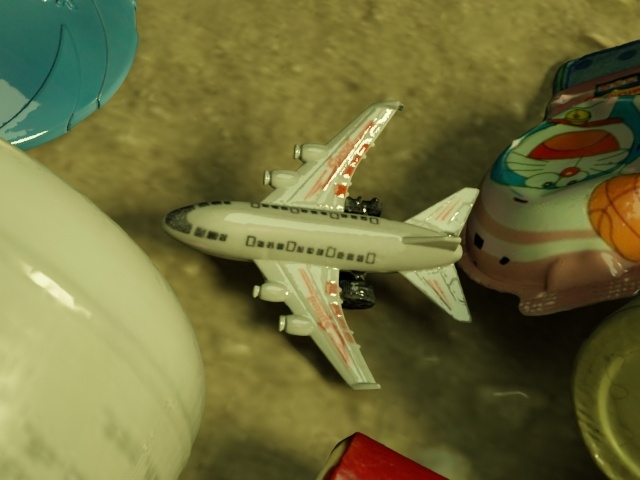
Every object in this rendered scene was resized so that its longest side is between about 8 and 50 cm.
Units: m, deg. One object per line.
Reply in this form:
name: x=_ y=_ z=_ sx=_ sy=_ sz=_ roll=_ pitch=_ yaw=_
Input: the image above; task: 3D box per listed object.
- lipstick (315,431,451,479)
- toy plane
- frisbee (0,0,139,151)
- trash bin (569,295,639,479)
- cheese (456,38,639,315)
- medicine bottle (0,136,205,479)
lipstick: x=0.103 y=0.170 z=0.552 sx=0.241 sy=0.080 sz=0.080 roll=25 pitch=51 yaw=7
toy plane: x=0.000 y=0.000 z=0.666 sx=0.171 sy=0.065 sz=0.162 roll=4 pitch=75 yaw=4
frisbee: x=-0.234 y=-0.148 z=0.758 sx=0.242 sy=0.045 sz=0.242 roll=5 pitch=51 yaw=-6
trash bin: x=0.270 y=0.090 z=0.583 sx=0.243 sy=0.121 sz=0.247 roll=45 pitch=39 yaw=22
cheese: x=0.169 y=-0.048 z=0.717 sx=0.189 sy=0.074 sz=0.286 roll=-12 pitch=31 yaw=28
medicine bottle: x=-0.203 y=0.119 z=0.422 sx=0.245 sy=0.245 sz=0.306 roll=23 pitch=60 yaw=7
